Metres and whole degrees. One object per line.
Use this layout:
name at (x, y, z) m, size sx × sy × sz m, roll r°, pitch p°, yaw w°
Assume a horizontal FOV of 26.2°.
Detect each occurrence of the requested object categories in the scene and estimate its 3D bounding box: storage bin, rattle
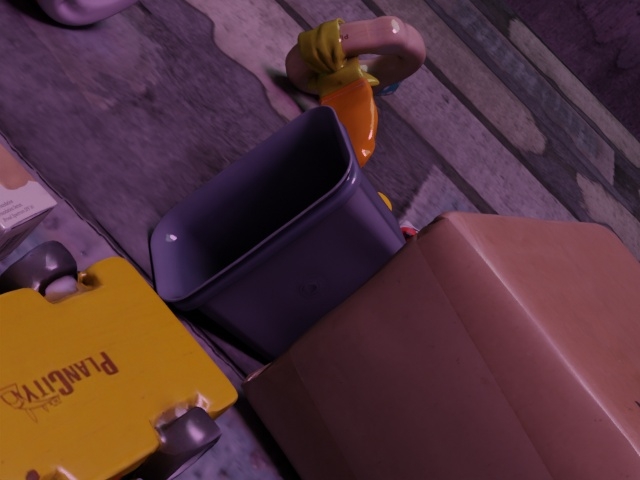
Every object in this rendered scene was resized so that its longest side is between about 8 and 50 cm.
storage bin at (-0.018, 0.001, 0.797) m, size 0.091 × 0.135 × 0.098 m, roll 47°, pitch 15°, yaw -35°
rattle at (0.047, -0.115, 1.241) m, size 0.200 × 0.130 × 0.143 m, roll 76°, pitch -12°, yaw -75°

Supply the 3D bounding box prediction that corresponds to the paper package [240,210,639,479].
paper package at (0.159, 0.153, 0.795) m, size 0.325 × 0.168 × 0.309 m, roll 54°, pitch 22°, yaw 19°

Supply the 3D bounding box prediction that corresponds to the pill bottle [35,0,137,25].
pill bottle at (-0.198, -0.266, 0.941) m, size 0.221 × 0.124 × 0.124 m, roll 51°, pitch 20°, yaw 14°

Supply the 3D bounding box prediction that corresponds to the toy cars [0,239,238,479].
toy cars at (-0.103, 0.137, 0.414) m, size 0.176 × 0.087 × 0.394 m, roll 30°, pitch 28°, yaw -28°

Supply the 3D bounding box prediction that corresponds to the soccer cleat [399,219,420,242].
soccer cleat at (0.095, 0.014, 1.141) m, size 0.083 × 0.029 × 0.035 m, roll 39°, pitch 24°, yaw -9°

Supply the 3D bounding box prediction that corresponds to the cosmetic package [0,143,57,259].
cosmetic package at (-0.185, -0.040, 0.645) m, size 0.115 × 0.041 × 0.060 m, roll 46°, pitch 20°, yaw -1°

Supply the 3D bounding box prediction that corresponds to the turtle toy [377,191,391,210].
turtle toy at (0.000, 0.000, 0.912) m, size 0.130 × 0.066 × 0.095 m, roll 48°, pitch 42°, yaw -3°
